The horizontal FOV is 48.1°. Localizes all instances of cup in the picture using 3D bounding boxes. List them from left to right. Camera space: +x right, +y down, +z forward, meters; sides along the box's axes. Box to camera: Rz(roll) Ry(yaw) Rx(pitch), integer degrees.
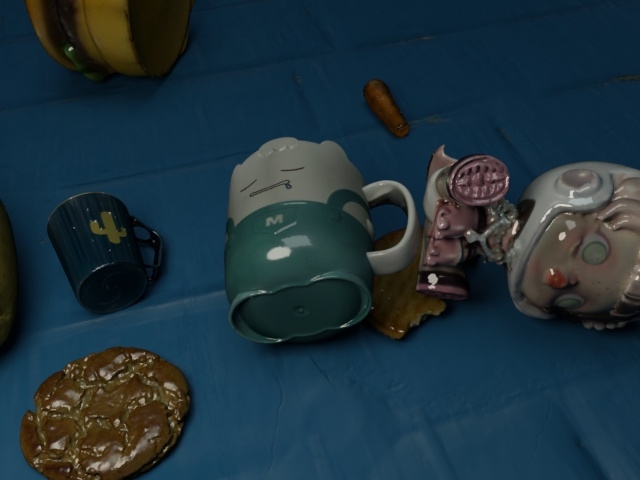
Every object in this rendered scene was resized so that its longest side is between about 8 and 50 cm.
[{"bbox_3d":[-0.326,0.022,1.130,0.176,0.131,0.155,1,41,-35],"label":"cup"},{"bbox_3d":[0.000,0.000,1.041,0.289,0.219,0.258,-13,43,10],"label":"cup"}]

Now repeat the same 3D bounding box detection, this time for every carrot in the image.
[{"bbox_3d":[0.134,-0.269,1.460,0.055,0.055,0.161,-14,51,-12],"label":"carrot"}]

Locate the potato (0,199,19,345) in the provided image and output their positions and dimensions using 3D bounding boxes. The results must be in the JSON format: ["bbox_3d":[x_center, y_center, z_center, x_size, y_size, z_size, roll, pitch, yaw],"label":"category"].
[{"bbox_3d":[-0.585,0.037,1.045,0.269,0.219,0.359,-15,46,-23],"label":"potato"}]

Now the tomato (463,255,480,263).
[{"bbox_3d":[0.225,-0.005,1.145,0.075,0.087,0.087,5,43,15],"label":"tomato"}]

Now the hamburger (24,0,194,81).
[{"bbox_3d":[-0.465,-0.539,1.546,0.277,0.396,0.396,9,44,11],"label":"hamburger"}]

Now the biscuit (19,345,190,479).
[{"bbox_3d":[-0.286,0.227,0.955,0.225,0.042,0.226,-2,44,2],"label":"biscuit"}]

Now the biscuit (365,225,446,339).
[{"bbox_3d":[0.135,0.057,1.122,0.176,0.031,0.228,30,50,29],"label":"biscuit"}]

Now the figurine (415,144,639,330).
[{"bbox_3d":[0.318,-0.019,0.994,0.361,0.253,0.211,14,56,5],"label":"figurine"}]
